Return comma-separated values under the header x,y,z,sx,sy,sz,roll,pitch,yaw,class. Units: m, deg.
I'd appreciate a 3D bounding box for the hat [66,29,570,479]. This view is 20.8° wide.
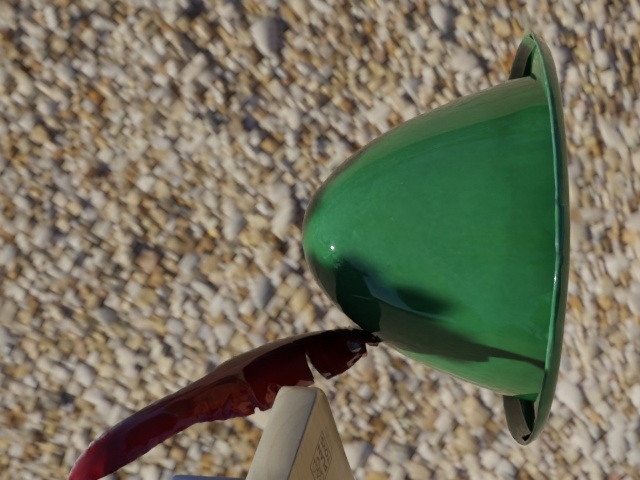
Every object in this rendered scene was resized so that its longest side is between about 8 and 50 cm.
x,y,z,sx,sy,sz,roll,pitch,yaw,class
0.000,0.000,0.714,0.183,0.208,0.173,0,95,0,hat

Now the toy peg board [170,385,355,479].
x,y,z,sx,sy,sz,roll,pitch,yaw,class
-0.038,0.156,0.554,0.079,0.161,0.161,1,44,19,toy peg board
